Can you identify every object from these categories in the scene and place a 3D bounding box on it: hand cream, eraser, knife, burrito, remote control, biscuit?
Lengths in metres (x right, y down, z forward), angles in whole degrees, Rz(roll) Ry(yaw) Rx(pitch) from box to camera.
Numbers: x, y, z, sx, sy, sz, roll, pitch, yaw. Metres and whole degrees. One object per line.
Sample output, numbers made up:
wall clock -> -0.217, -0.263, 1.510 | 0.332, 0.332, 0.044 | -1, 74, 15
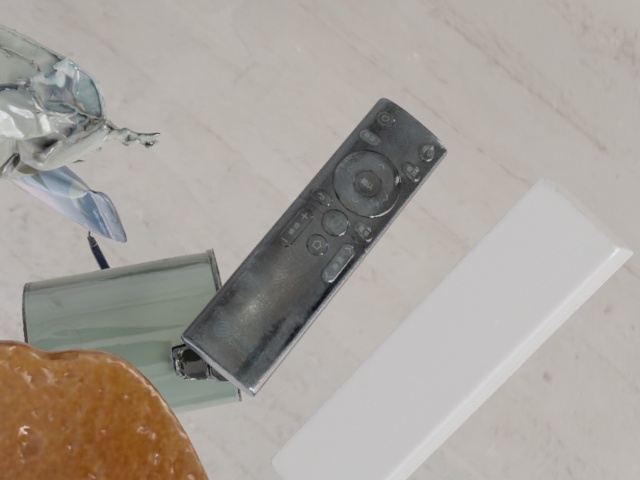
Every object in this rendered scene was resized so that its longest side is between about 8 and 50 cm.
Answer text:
hand cream -> -0.282, -0.080, 1.006 | 0.256, 0.088, 0.055 | 30, 64, 20
eraser -> 0.095, 0.088, 0.809 | 0.298, 0.078, 0.076 | -47, 70, 14
knife -> -0.342, 0.041, 1.713 | 0.018, 0.031, 0.121 | -29, 103, -11
burrito -> -0.328, -0.129, 0.744 | 0.445, 0.101, 0.139 | 21, 56, 0
remote control -> 0.000, 0.000, 1.243 | 0.107, 0.044, 0.377 | 41, 72, -5
biscuit -> -0.287, 0.259, 0.910 | 0.078, 0.455, 0.350 | -13, 79, 56

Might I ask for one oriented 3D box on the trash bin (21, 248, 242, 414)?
trash bin -> -0.255, 0.139, 1.488 | 0.262, 0.277, 0.217 | -10, 103, -8
